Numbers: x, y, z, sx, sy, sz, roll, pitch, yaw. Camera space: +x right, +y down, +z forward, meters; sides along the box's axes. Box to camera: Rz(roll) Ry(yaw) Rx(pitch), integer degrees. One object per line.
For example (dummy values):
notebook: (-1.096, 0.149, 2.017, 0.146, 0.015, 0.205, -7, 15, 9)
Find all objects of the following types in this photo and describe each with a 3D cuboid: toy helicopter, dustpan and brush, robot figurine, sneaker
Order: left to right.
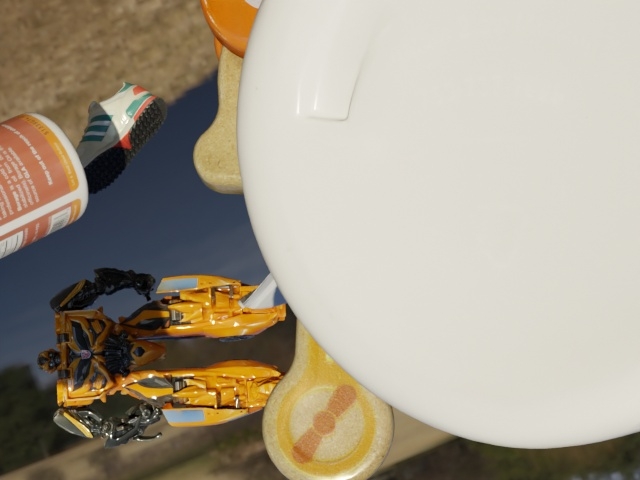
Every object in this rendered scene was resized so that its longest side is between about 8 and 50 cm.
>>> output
sneaker: (-0.261, -0.124, 1.579, 0.161, 0.075, 0.057, -48, 150, -9)
robot figurine: (-0.182, 0.128, 1.519, 0.291, 0.211, 0.085, -4, 170, -4)
dustpan and brush: (0.000, 0.000, 1.212, 0.147, 0.060, 0.211, -50, 157, 10)
toy helicopter: (0.034, -0.019, 0.829, 0.235, 0.355, 0.140, 5, 173, 0)

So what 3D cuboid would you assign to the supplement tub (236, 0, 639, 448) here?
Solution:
supplement tub: (0.132, -0.054, 0.585, 0.228, 0.228, 0.316, -27, 174, 30)

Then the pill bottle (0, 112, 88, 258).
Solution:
pill bottle: (-0.341, -0.033, 1.257, 0.216, 0.121, 0.121, -30, 177, -37)
